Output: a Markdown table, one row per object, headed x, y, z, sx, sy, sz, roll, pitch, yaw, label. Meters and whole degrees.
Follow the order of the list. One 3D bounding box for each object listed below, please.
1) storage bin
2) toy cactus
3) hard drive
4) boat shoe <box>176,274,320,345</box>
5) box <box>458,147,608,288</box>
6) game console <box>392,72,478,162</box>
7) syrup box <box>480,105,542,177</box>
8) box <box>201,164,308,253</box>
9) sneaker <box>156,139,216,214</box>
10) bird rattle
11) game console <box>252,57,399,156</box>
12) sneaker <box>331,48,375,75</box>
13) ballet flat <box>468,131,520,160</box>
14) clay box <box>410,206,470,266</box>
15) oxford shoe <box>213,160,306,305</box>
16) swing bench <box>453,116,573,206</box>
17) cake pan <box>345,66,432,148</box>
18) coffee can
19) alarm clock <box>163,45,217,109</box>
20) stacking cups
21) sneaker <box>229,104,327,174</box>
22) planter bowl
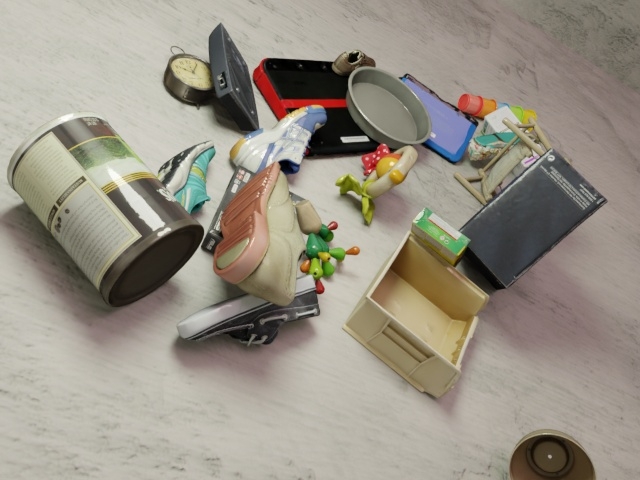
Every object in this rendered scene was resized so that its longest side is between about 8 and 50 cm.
| x | y | z | sx | sy | sz | roll | pitch | yaw | label |
| --- | --- | --- | --- | --- | --- | --- | --- | --- | --- |
| 0.220 | 0.160 | 1.305 | 0.260 | 0.123 | 0.262 | 39 | 41 | 1 | storage bin |
| 0.000 | 0.000 | 1.275 | 0.181 | 0.112 | 0.219 | 68 | 27 | -21 | toy cactus |
| -0.217 | -0.400 | 1.486 | 0.172 | 0.054 | 0.255 | 55 | 18 | -54 | hard drive |
| -0.119 | 0.146 | 1.101 | 0.301 | 0.108 | 0.102 | -15 | 88 | -45 | boat shoe |
| 0.493 | -0.039 | 1.463 | 0.183 | 0.294 | 0.296 | 48 | 5 | 13 | box |
| 0.351 | -0.403 | 1.972 | 0.293 | 0.173 | 0.250 | 32 | 73 | -6 | game console |
| 0.661 | -0.335 | 2.052 | 0.096 | 0.093 | 0.237 | -27 | 68 | -6 | syrup box |
| -0.134 | -0.039 | 1.283 | 0.183 | 0.056 | 0.231 | 27 | 43 | -12 | box |
| -0.279 | -0.115 | 1.240 | 0.110 | 0.107 | 0.275 | 54 | 31 | -27 | sneaker |
| 0.169 | -0.165 | 1.514 | 0.143 | 0.206 | 0.253 | 54 | 50 | -9 | bird rattle |
| 0.020 | -0.381 | 1.709 | 0.386 | 0.060 | 0.342 | -12 | 66 | -41 | game console |
| 0.118 | -0.540 | 1.807 | 0.188 | 0.071 | 0.066 | -24 | 74 | -44 | sneaker |
| 0.568 | -0.306 | 1.946 | 0.240 | 0.077 | 0.091 | -9 | 47 | -29 | ballet flat |
| 0.275 | 0.010 | 1.413 | 0.127 | 0.222 | 0.053 | 39 | 82 | 14 | clay box |
| -0.103 | -0.018 | 1.146 | 0.146 | 0.140 | 0.397 | 42 | 27 | -22 | oxford shoe |
| 0.581 | -0.188 | 1.770 | 0.165 | 0.253 | 0.255 | -12 | 62 | -41 | swing bench |
| 0.195 | -0.384 | 1.752 | 0.293 | 0.054 | 0.293 | 18 | 50 | -23 | cake pan |
| -0.365 | -0.054 | 1.025 | 0.275 | 0.201 | 0.201 | 47 | 42 | 10 | coffee can |
| -0.326 | -0.412 | 1.475 | 0.129 | 0.064 | 0.192 | -8 | 62 | -39 | alarm clock |
| 0.644 | -0.467 | 2.203 | 0.316 | 0.096 | 0.096 | 7 | 50 | -24 | stacking cups |
| -0.080 | -0.225 | 1.452 | 0.296 | 0.112 | 0.131 | -36 | 90 | -31 | sneaker |
| 0.466 | 0.453 | 1.208 | 0.162 | 0.162 | 0.109 | 49 | 16 | 12 | planter bowl |
